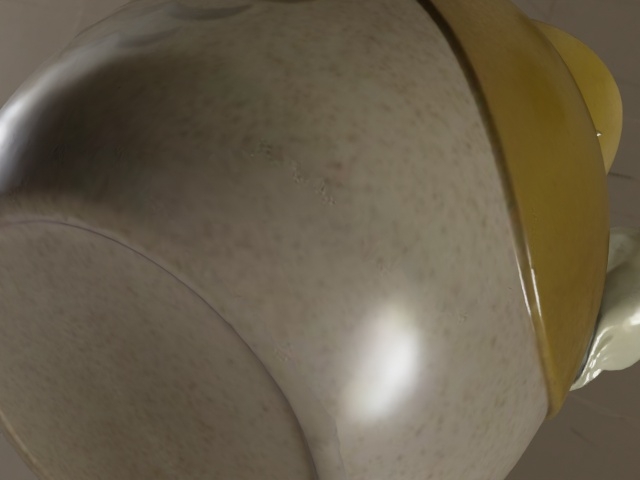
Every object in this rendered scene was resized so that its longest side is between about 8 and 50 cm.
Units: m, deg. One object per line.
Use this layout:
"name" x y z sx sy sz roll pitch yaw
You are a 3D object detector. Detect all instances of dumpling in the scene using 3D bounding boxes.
"dumpling" 0.310 0.062 0.984 0.250 0.132 0.162 -36 -158 -13

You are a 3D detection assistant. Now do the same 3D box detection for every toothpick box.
"toothpick box" 0.000 0.000 0.662 0.409 0.409 0.425 0 -150 36
